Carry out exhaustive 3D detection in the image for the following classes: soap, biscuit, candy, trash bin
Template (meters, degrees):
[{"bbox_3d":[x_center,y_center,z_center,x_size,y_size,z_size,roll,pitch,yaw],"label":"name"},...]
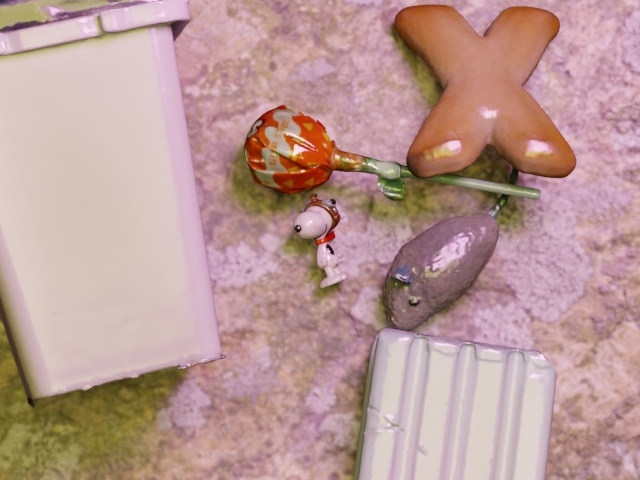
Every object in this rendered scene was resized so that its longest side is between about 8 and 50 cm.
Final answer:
[{"bbox_3d":[0.117,0.236,1.772,0.173,0.095,0.289,8,81,-2],"label":"soap"},{"bbox_3d":[0.158,-0.146,1.818,0.164,0.047,0.208,1,53,-4],"label":"biscuit"},{"bbox_3d":[0.067,-0.070,1.813,0.288,0.078,0.084,9,42,5],"label":"candy"},{"bbox_3d":[-0.242,-0.043,1.728,0.296,0.256,0.367,-13,90,-13],"label":"trash bin"}]

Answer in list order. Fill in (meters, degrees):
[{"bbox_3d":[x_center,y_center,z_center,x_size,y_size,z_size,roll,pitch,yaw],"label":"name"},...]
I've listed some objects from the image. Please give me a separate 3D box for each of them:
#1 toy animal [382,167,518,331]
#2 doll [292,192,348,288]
[{"bbox_3d":[0.141,-0.019,1.829,0.079,0.070,0.253,35,79,-10],"label":"toy animal"},{"bbox_3d":[0.005,0.000,1.831,0.085,0.040,0.058,58,41,-14],"label":"doll"}]
